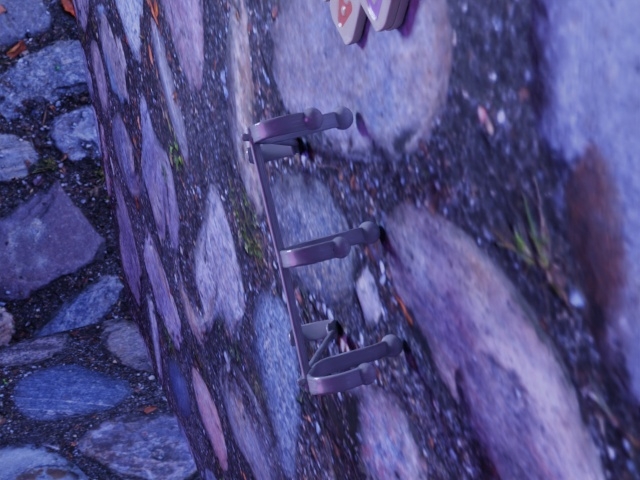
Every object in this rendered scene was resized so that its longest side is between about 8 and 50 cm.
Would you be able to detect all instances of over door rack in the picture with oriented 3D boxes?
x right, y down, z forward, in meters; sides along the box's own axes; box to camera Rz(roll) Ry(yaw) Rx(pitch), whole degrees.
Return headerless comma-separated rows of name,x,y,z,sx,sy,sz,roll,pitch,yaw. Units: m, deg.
over door rack,0.000,0.000,0.898,0.324,0.108,0.239,-151,49,-86

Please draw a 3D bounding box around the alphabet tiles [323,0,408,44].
alphabet tiles,0.015,-0.311,0.739,0.278,0.021,0.284,104,148,-55
